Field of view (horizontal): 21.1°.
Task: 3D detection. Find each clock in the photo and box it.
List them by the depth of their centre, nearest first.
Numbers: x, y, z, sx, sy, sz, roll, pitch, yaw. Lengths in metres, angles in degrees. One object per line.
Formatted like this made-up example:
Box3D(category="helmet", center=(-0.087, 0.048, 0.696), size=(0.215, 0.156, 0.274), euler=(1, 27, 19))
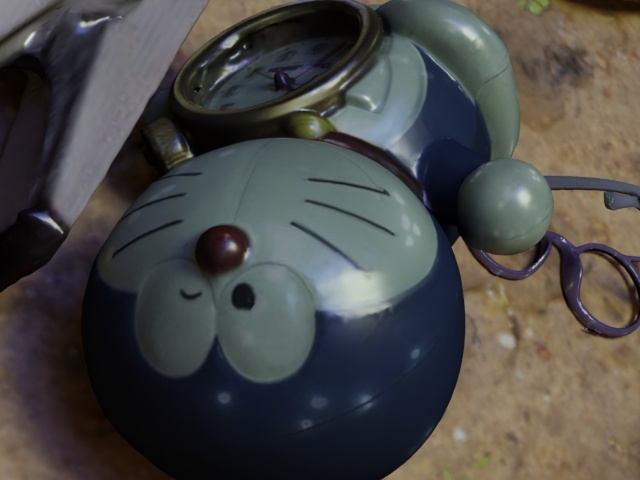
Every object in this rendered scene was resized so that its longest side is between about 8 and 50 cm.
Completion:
Box3D(category="clock", center=(0.000, 0.000, 0.726), size=(0.243, 0.199, 0.146), euler=(-64, 144, -43))

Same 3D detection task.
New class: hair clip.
Box3D(category="hair clip", center=(-0.095, -0.124, 0.771), size=(0.101, 0.085, 0.331), euler=(40, 47, -14))

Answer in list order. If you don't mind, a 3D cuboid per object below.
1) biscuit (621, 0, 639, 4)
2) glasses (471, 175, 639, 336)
Box3D(category="biscuit", center=(0.174, -0.269, 1.077), size=(0.262, 0.052, 0.277), euler=(-18, 77, -46))
Box3D(category="glasses", center=(0.149, -0.010, 0.877), size=(0.140, 0.104, 0.062), euler=(29, 54, -17))
